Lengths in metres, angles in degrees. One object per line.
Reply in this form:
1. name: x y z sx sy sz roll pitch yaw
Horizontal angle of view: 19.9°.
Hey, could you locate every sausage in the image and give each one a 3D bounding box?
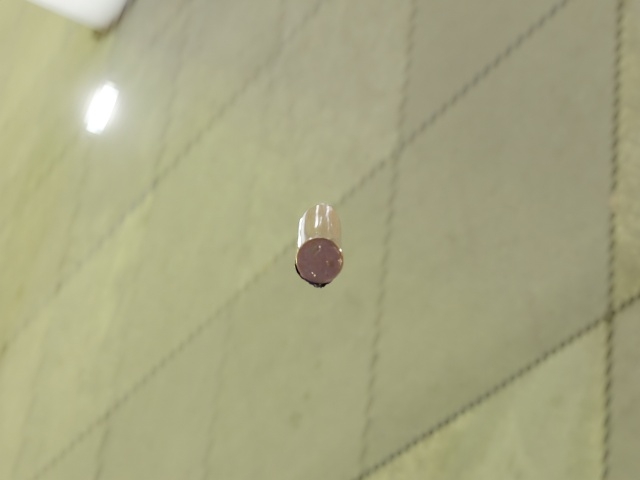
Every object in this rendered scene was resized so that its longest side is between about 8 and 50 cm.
1. sausage: 0.000 0.000 0.947 0.116 0.026 0.026 -87 22 -79
